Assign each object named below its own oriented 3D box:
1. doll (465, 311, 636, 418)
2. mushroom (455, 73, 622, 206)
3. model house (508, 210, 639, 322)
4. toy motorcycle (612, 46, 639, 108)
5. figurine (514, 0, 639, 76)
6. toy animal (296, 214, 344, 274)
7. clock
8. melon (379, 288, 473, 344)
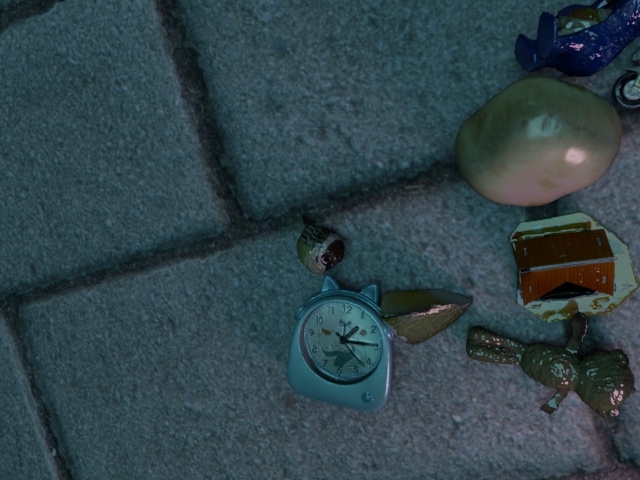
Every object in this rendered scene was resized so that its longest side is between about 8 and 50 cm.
[{"bbox_3d":[0.433,0.244,1.088,0.286,0.091,0.202,-13,85,21],"label":"doll"},{"bbox_3d":[0.364,-0.189,0.975,0.260,0.254,0.234,0,62,13],"label":"mushroom"},{"bbox_3d":[0.458,0.058,1.018,0.219,0.136,0.207,-7,95,18],"label":"model house"},{"bbox_3d":[0.613,-0.295,0.949,0.229,0.074,0.151,-1,95,21],"label":"toy motorcycle"},{"bbox_3d":[0.465,-0.343,0.943,0.262,0.164,0.120,-18,99,6],"label":"figurine"},{"bbox_3d":[0.000,0.000,1.182,0.098,0.098,0.137,-17,72,19],"label":"toy animal"},{"bbox_3d":[0.054,0.208,1.195,0.224,0.094,0.274,11,100,15],"label":"clock"},{"bbox_3d":[0.205,0.153,1.152,0.203,0.093,0.139,-6,127,-10],"label":"melon"}]
